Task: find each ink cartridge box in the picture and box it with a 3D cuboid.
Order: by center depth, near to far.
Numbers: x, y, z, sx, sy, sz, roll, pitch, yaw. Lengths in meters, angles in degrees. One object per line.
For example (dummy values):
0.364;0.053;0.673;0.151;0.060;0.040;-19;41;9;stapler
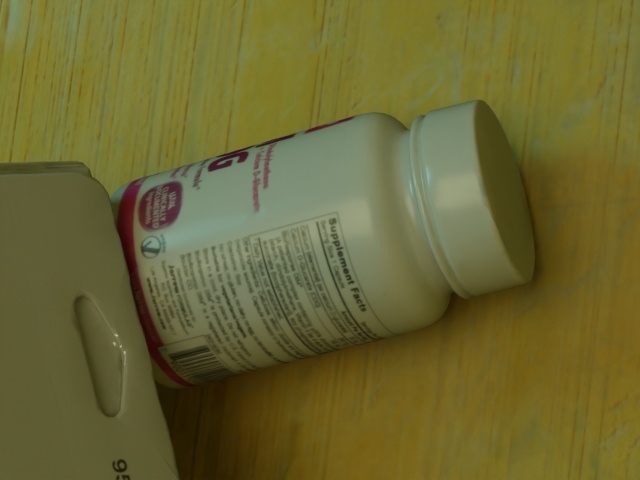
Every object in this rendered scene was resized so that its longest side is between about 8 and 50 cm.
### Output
-0.300;0.144;1.261;0.395;0.166;0.285;-29;72;43;ink cartridge box

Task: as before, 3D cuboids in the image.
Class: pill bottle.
0.000;0.000;1.251;0.283;0.160;0.160;-15;79;17;pill bottle
